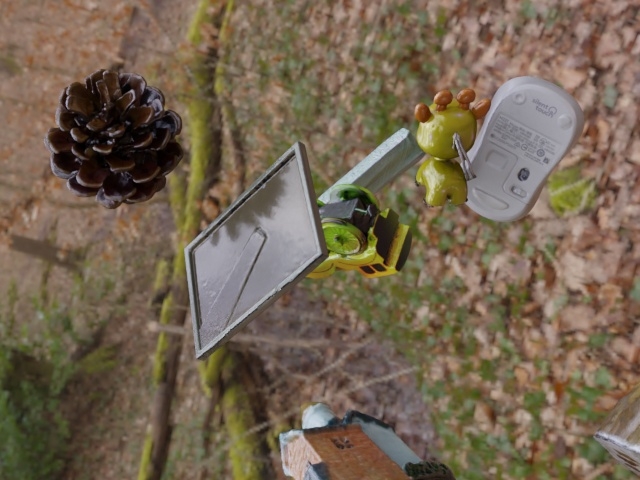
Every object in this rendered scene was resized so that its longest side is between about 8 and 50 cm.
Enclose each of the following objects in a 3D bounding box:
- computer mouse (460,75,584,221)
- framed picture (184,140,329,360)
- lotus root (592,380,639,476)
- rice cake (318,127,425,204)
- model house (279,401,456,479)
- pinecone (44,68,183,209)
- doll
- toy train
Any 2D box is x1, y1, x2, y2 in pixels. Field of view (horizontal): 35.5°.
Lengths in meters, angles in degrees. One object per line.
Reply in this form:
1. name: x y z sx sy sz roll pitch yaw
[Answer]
1. computer mouse: 0.386 -0.176 1.936 0.297 0.184 0.121 -68 -10 24
2. framed picture: -0.088 0.015 1.254 0.250 0.016 0.184 -42 44 32
3. lotus root: 0.520 0.272 1.355 0.192 0.272 0.272 -62 20 -6
4. rice cake: 0.100 -0.125 1.941 0.221 0.080 0.042 -39 48 6
5. model house: 0.039 0.362 1.557 0.291 0.253 0.185 48 130 50
6. pinecone: -0.298 -0.154 1.426 0.207 0.207 0.208 -166 90 -69
7. doll: 0.230 -0.179 1.823 0.135 0.142 0.221 -107 19 -50
8. toy train: 0.000 0.000 1.605 0.296 0.160 0.101 -10 48 45
